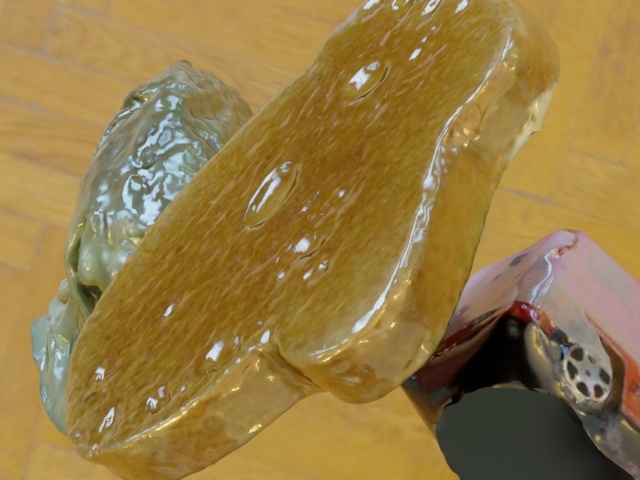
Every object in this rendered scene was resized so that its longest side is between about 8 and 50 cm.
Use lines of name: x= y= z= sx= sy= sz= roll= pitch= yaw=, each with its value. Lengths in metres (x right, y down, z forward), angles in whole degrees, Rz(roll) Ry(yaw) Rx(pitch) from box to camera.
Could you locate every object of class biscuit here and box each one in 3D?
biscuit: x=0.001 y=0.001 z=0.930 sx=0.057 sy=0.287 sz=0.344 roll=42 pitch=88 yaw=-27

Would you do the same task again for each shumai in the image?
shumai: x=-0.144 y=0.045 z=1.408 sx=0.288 sy=0.330 sz=0.292 roll=-30 pitch=102 yaw=14

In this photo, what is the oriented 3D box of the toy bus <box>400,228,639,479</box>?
toy bus: x=0.195 y=0.134 z=1.036 sx=0.303 sy=0.147 sz=0.127 roll=41 pitch=139 yaw=-10
